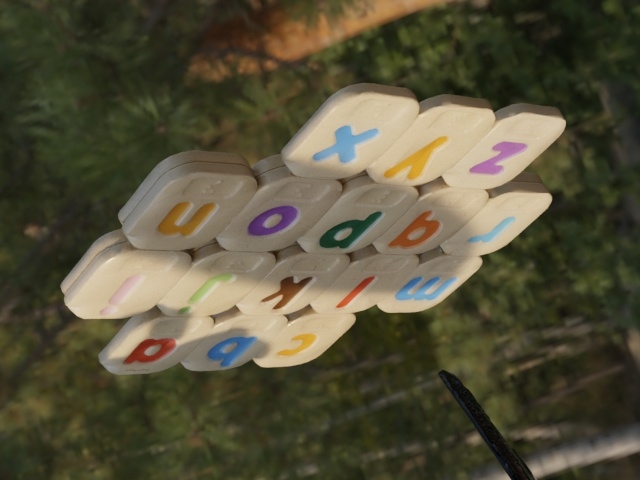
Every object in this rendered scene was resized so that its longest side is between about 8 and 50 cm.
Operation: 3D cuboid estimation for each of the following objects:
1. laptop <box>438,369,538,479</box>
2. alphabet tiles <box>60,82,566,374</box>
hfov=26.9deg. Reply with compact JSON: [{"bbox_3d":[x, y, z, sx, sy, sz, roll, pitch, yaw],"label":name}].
[{"bbox_3d":[0.139,0.264,0.913,0.264,0.137,0.234,51,-178,-33],"label":"laptop"},{"bbox_3d":[0.000,0.000,0.780,0.284,0.278,0.021,1,-125,-40],"label":"alphabet tiles"}]
